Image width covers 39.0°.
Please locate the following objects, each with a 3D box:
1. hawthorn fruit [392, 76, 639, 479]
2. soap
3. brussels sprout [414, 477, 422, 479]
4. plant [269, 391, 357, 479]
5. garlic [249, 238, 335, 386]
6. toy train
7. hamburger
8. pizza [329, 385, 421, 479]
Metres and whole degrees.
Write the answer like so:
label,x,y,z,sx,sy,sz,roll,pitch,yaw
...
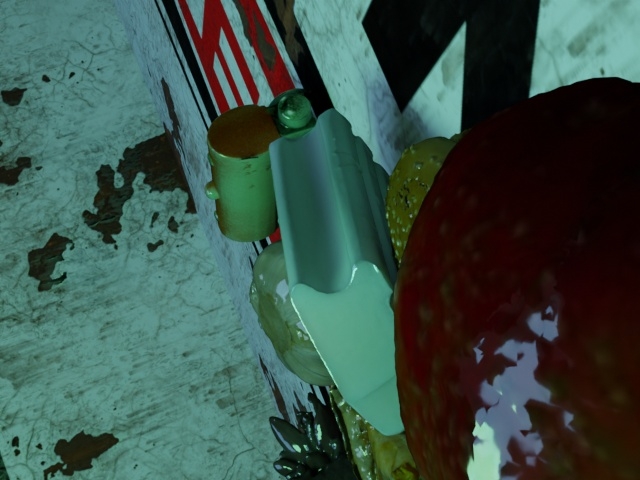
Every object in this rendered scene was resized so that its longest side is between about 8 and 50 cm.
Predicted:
label,x,y,z,sx,sy,sz,roll,pitch,yaw
hawthorn fruit,0.163,0.020,0.418,0.254,0.254,0.300,-149,67,-69
soap,0.038,0.024,0.882,0.173,0.095,0.289,48,-159,-39
brussels sprout,0.160,0.362,1.023,0.223,0.161,0.223,51,152,42
plant,0.018,0.446,1.671,0.320,0.182,0.194,59,171,35
garlic,-0.004,0.100,1.300,0.228,0.152,0.227,52,158,32
toy train,-0.076,-0.095,1.246,0.285,0.177,0.116,97,150,-65
hamburger,0.127,0.000,0.718,0.181,0.118,0.191,67,163,-4
pizza,0.144,0.459,1.419,0.435,0.080,0.391,-129,23,-58
